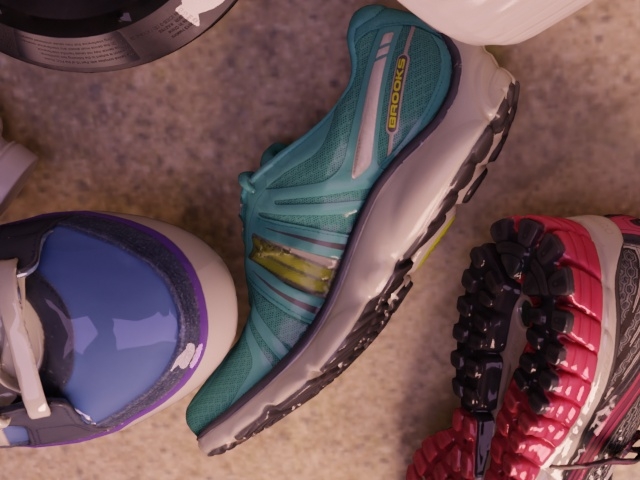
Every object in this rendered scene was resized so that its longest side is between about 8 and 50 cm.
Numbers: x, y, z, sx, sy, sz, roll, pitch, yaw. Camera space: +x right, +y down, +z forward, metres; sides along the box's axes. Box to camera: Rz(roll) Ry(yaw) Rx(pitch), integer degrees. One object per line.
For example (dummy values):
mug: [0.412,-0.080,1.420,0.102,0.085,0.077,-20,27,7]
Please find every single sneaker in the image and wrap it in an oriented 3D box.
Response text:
sneaker: [0.131,0.125,0.620,0.112,0.121,0.299,-3,123,-25]
sneaker: [-0.228,0.066,0.539,0.323,0.236,0.130,-6,94,22]
sneaker: [0.000,0.000,0.605,0.110,0.107,0.275,36,107,13]

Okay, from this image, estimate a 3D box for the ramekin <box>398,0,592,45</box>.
ramekin: [0.060,-0.179,0.459,0.109,0.207,0.207,-38,103,27]

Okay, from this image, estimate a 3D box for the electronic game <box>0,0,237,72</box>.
electronic game: [-0.126,-0.199,0.551,0.229,0.048,0.229,4,108,12]

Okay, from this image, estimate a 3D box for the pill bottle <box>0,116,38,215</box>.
pill bottle: [-0.219,-0.060,0.608,0.116,0.065,0.065,34,111,-8]
